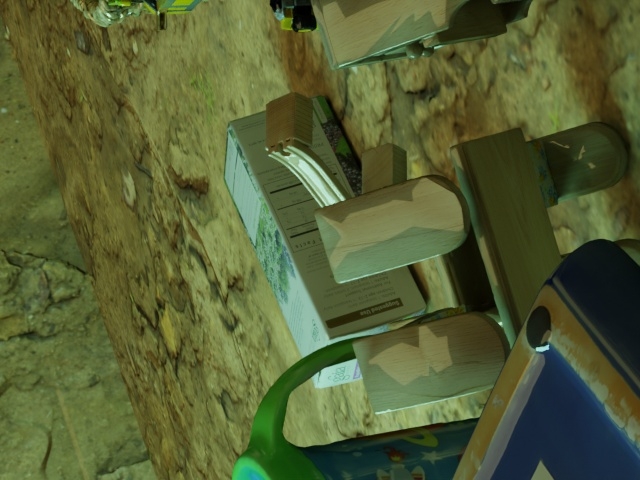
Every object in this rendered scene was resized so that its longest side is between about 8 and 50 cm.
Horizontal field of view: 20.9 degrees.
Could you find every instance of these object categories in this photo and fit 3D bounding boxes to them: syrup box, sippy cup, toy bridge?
[{"bbox_3d":[0.000,0.000,1.515,0.093,0.096,0.237,100,149,-58],"label":"syrup box"},{"bbox_3d":[0.078,0.234,1.273,0.240,0.224,0.305,-127,27,-50],"label":"sippy cup"},{"bbox_3d":[0.037,-0.024,1.024,0.026,0.188,0.063,-17,61,36],"label":"toy bridge"}]

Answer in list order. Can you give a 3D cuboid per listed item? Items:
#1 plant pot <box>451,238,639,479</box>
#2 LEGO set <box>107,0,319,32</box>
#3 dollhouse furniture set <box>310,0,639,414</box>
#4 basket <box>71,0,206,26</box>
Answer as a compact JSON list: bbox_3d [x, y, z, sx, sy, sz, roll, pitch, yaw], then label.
[{"bbox_3d":[0.183,0.144,0.757,0.236,0.212,0.236,-67,28,22],"label":"plant pot"},{"bbox_3d":[-0.050,-0.283,1.181,0.192,0.255,0.331,163,94,-72],"label":"LEGO set"},{"bbox_3d":[0.117,-0.048,0.978,0.161,0.212,0.242,-16,91,35],"label":"dollhouse furniture set"},{"bbox_3d":[-0.140,-0.341,1.433,0.299,0.223,0.213,-126,26,-49],"label":"basket"}]
